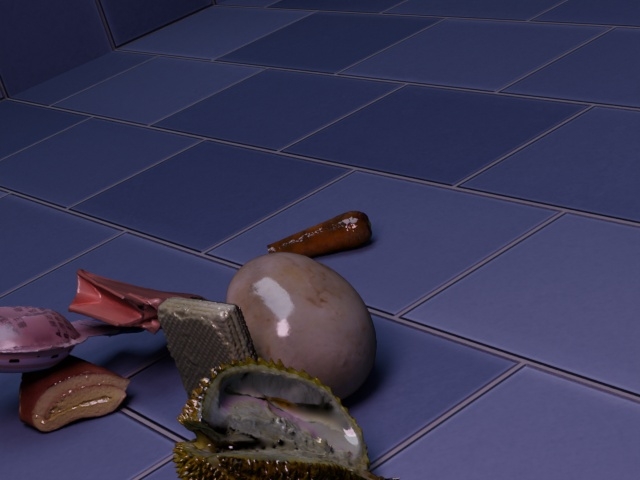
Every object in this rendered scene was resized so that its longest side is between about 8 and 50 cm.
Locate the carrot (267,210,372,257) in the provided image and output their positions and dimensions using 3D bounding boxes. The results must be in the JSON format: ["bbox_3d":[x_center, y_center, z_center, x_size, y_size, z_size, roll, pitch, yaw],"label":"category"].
[{"bbox_3d":[0.000,0.000,2.106,0.162,0.055,0.055,-19,21,15],"label":"carrot"}]

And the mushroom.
[{"bbox_3d":[-0.029,0.127,1.699,0.206,0.209,0.206,12,15,-3],"label":"mushroom"}]

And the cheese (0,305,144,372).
[{"bbox_3d":[-0.370,0.126,1.869,0.286,0.074,0.189,-6,10,-44],"label":"cheese"}]

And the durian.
[{"bbox_3d":[-0.048,0.239,1.485,0.237,0.137,0.193,26,35,-6],"label":"durian"}]

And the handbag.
[{"bbox_3d":[-0.215,0.094,1.885,0.213,0.059,0.157,13,1,-40],"label":"handbag"}]

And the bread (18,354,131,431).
[{"bbox_3d":[-0.347,0.197,1.867,0.119,0.067,0.192,-34,27,-35],"label":"bread"}]

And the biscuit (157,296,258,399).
[{"bbox_3d":[-0.115,0.159,1.613,0.121,0.199,0.040,6,32,43],"label":"biscuit"}]
